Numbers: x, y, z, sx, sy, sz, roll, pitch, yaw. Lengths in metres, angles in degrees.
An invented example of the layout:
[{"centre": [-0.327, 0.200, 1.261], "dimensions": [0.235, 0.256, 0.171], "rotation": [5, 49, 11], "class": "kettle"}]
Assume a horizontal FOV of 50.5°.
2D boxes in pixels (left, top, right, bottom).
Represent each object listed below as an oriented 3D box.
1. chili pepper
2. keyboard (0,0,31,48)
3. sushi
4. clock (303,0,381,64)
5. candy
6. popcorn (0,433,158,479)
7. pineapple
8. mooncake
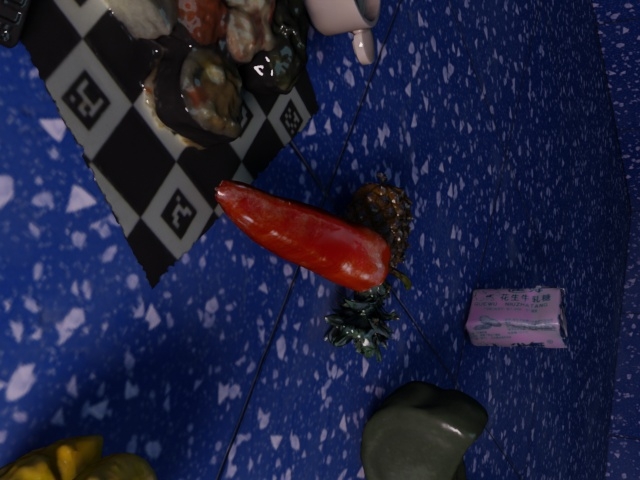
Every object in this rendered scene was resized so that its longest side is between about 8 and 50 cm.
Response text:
[{"centre": [0.000, 0.000, 0.654], "dimensions": [0.272, 0.071, 0.063], "rotation": [25, 42, -38], "class": "chili pepper"}, {"centre": [-0.231, -0.161, 0.375], "dimensions": [0.155, 0.010, 0.053], "rotation": [19, 90, -56], "class": "keyboard"}, {"centre": [-0.089, -0.189, 0.560], "dimensions": [0.320, 0.069, 0.339], "rotation": [-52, 132, -45], "class": "sushi"}, {"centre": [0.014, -0.297, 0.716], "dimensions": [0.155, 0.063, 0.229], "rotation": [-64, 144, -55], "class": "clock"}, {"centre": [0.335, 0.131, 1.159], "dimensions": [0.092, 0.160, 0.073], "rotation": [-67, 145, -43], "class": "candy"}, {"centre": [-0.150, 0.195, 0.392], "dimensions": [0.148, 0.152, 0.167], "rotation": [-110, -139, -78], "class": "popcorn"}, {"centre": [0.057, 0.024, 0.778], "dimensions": [0.103, 0.083, 0.221], "rotation": [50, 47, -67], "class": "pineapple"}, {"centre": [0.137, 0.258, 0.831], "dimensions": [0.168, 0.175, 0.104], "rotation": [48, 36, 13], "class": "mooncake"}]
